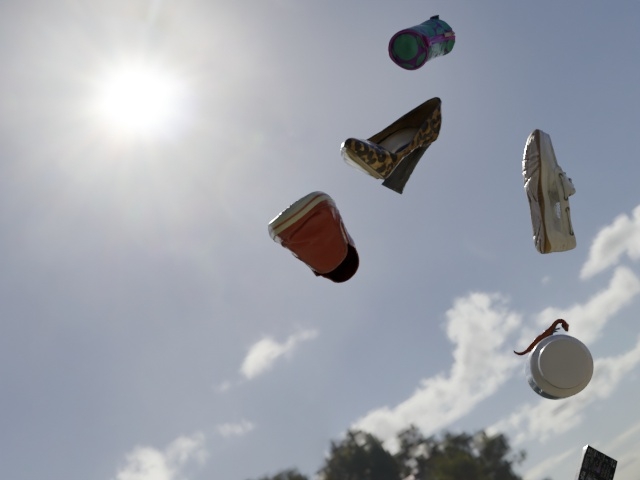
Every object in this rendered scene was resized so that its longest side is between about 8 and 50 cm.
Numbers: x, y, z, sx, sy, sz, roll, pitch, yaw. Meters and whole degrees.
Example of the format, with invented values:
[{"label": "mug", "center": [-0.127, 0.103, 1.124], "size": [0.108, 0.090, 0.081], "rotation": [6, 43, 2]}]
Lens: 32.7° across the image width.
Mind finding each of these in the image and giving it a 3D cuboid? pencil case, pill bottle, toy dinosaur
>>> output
[{"label": "pencil case", "center": [0.158, -0.303, 1.671], "size": [0.070, 0.065, 0.151], "rotation": [-15, 11, 27]}, {"label": "pill bottle", "center": [0.332, 0.176, 1.514], "size": [0.087, 0.087, 0.160], "rotation": [-32, -12, 1]}, {"label": "toy dinosaur", "center": [0.394, 0.171, 1.896], "size": [0.090, 0.047, 0.082], "rotation": [3, -62, -33]}]

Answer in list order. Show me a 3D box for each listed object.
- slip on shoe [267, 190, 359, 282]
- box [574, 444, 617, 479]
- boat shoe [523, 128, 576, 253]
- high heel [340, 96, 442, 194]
[{"label": "slip on shoe", "center": [0.000, 0.000, 1.890], "size": [0.123, 0.101, 0.331], "rotation": [-38, -20, 2]}, {"label": "box", "center": [0.514, 0.433, 2.035], "size": [0.083, 0.067, 0.018], "rotation": [-63, 3, -36]}, {"label": "boat shoe", "center": [0.507, -0.107, 2.380], "size": [0.096, 0.277, 0.098], "rotation": [-2, -11, -10]}, {"label": "high heel", "center": [0.124, -0.193, 1.877], "size": [0.186, 0.093, 0.261], "rotation": [-63, -27, 2]}]
